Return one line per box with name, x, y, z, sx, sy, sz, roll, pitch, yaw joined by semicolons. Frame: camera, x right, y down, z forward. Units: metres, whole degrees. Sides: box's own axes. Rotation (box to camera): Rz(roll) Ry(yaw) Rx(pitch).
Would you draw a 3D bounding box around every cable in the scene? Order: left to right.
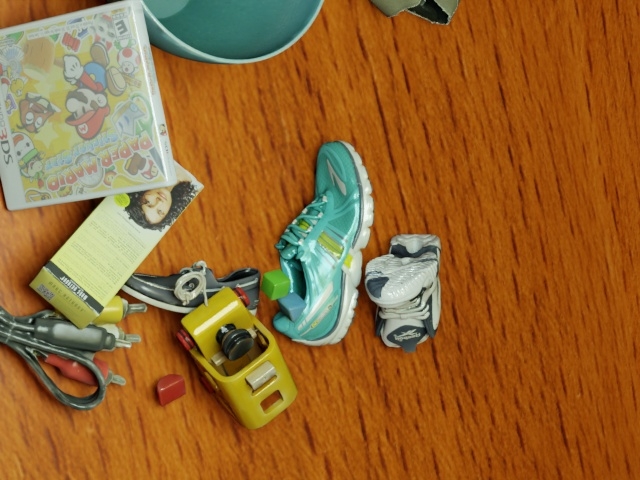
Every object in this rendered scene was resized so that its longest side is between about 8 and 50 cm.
cable;-0.343;0.111;1.626;0.287;0.072;0.139;15;88;-22

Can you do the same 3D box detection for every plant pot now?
plant pot;-0.158;-0.345;1.665;0.290;0.195;0.290;0;90;-36

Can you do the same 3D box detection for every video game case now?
video game case;-0.278;-0.148;1.566;0.026;0.227;0.206;-24;105;-62

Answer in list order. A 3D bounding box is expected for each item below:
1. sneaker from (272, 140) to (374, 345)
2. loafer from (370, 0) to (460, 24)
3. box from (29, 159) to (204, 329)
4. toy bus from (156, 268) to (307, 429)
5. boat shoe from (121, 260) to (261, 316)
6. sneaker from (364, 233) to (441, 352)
sneaker;0.000;0.000;1.837;0.110;0.107;0.275;11;83;-26
loafer;0.104;-0.354;1.917;0.251;0.094;0.087;8;80;-36
box;-0.237;-0.009;1.649;0.087;0.058;0.232;41;54;-10
toy bus;-0.097;0.142;1.711;0.202;0.104;0.191;0;122;-44
boat shoe;-0.156;0.052;1.728;0.206;0.075;0.065;10;102;-43
sneaker;0.115;0.090;1.879;0.094;0.235;0.153;-1;105;7
